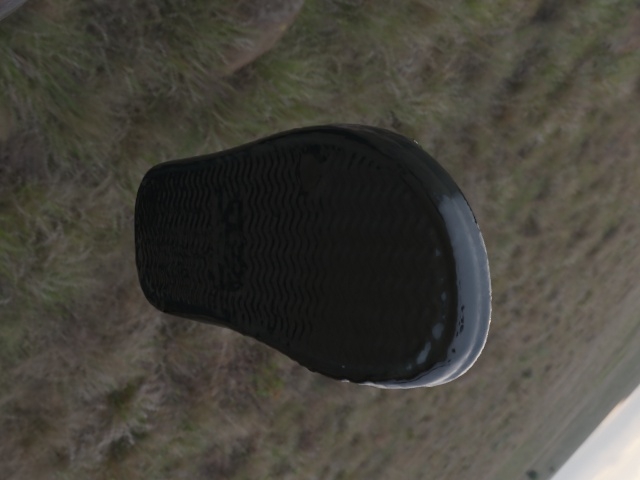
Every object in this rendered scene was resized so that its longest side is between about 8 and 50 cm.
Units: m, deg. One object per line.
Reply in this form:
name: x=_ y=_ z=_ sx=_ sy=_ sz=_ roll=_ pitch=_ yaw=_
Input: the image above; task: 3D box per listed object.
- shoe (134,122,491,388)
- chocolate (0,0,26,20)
shoe: x=0.000 y=0.000 z=0.428 sx=0.093 sy=0.241 sz=0.108 roll=-2 pitch=95 yaw=-41
chocolate: x=-0.173 y=-0.242 z=0.354 sx=0.213 sy=0.303 sz=0.303 roll=-12 pitch=177 yaw=29
